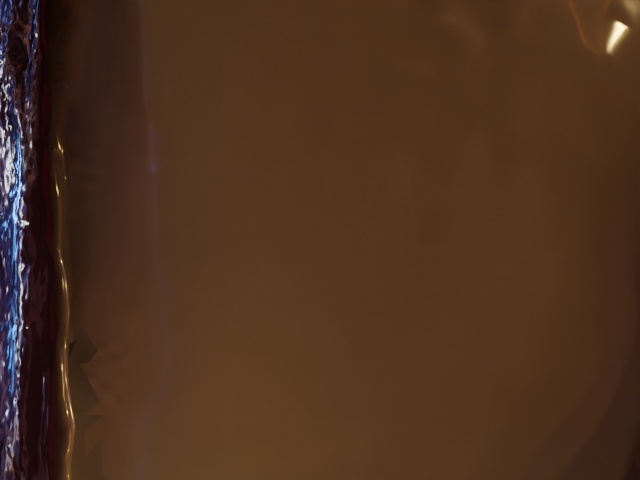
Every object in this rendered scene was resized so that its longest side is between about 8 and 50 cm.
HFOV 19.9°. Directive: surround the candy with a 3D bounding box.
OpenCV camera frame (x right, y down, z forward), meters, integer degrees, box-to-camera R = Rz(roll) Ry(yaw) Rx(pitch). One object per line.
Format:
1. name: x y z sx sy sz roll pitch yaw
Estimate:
1. candy: 0.000 0.000 0.454 0.137 0.185 0.195 159 -69 -68
